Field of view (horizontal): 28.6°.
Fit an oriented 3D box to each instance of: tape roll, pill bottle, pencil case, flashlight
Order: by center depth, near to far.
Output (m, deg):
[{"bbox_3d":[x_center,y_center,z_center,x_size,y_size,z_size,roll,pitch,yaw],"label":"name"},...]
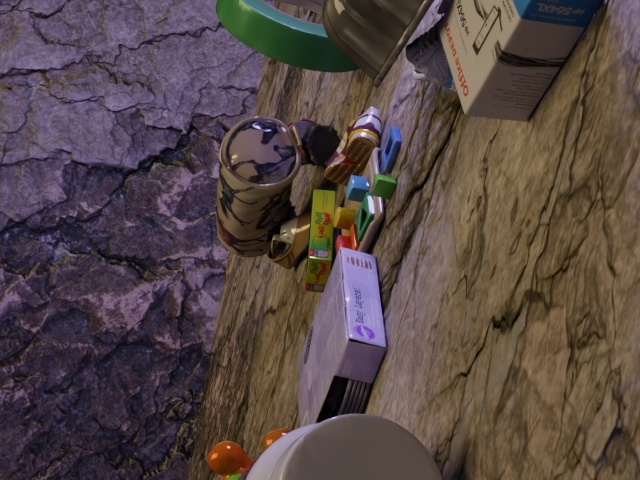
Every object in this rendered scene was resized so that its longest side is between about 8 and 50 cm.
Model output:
[{"bbox_3d":[-0.004,0.345,1.485,0.392,0.224,0.224,124,157,-63],"label":"pill bottle"},{"bbox_3d":[-0.038,-0.437,2.405,0.321,0.321,0.077,-91,18,-55],"label":"tape roll"},{"bbox_3d":[-0.019,-0.206,2.614,0.304,0.103,0.103,-162,88,-81],"label":"flashlight"},{"bbox_3d":[-0.127,-0.109,2.625,0.160,0.183,0.410,57,164,16],"label":"pencil case"}]

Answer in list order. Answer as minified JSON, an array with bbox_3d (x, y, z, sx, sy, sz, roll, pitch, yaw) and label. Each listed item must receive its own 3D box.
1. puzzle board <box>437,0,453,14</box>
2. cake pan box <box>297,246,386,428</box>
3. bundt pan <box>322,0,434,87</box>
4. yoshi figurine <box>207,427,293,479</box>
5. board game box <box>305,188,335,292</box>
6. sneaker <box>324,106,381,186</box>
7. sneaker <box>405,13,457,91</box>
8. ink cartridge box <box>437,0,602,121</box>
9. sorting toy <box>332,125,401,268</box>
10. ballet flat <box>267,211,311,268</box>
[{"bbox_3d":[0.197,-0.317,1.467,0.011,0.096,0.128,57,147,25],"label":"puzzle board"},{"bbox_3d":[0.028,0.181,1.958,0.267,0.070,0.246,-94,19,-59],"label":"cake pan box"},{"bbox_3d":[0.112,-0.366,1.601,0.331,0.124,0.331,-58,1,2],"label":"bundt pan"},{"bbox_3d":[-0.110,0.455,2.003,0.362,0.203,0.203,-94,27,-50],"label":"yoshi figurine"},{"bbox_3d":[0.000,0.000,2.353,0.092,0.043,0.181,97,178,-46],"label":"board game box"},{"bbox_3d":[0.065,-0.165,2.239,0.185,0.069,0.084,-46,22,58],"label":"sneaker"},{"bbox_3d":[0.158,-0.262,1.699,0.191,0.083,0.071,93,-177,-65],"label":"sneaker"},{"bbox_3d":[0.218,-0.254,1.400,0.203,0.086,0.148,117,149,-48],"label":"ink cartridge box"},{"bbox_3d":[0.058,-0.037,2.133,0.196,0.047,0.348,-88,15,-47],"label":"sorting toy"},{"bbox_3d":[-0.061,0.000,2.637,0.232,0.073,0.080,123,160,-59],"label":"ballet flat"}]
